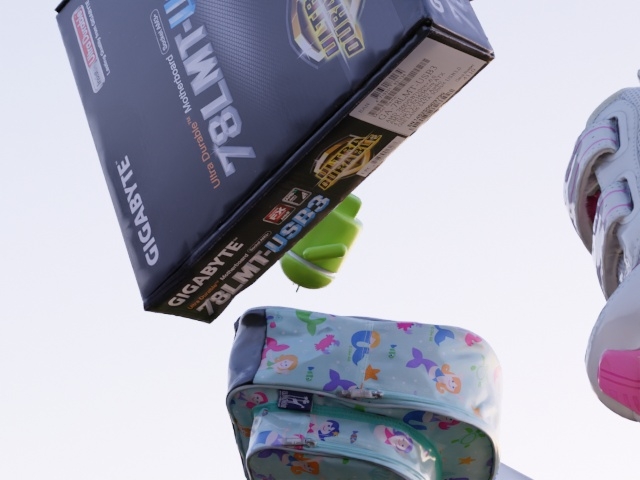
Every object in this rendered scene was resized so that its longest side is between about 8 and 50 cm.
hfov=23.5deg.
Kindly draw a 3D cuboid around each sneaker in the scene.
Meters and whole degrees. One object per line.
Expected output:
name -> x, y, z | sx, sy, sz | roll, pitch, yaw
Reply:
sneaker -> 0.158, -0.006, 0.699 | 0.111, 0.252, 0.103 | 17, -56, 20

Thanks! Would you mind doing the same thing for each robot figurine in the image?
robot figurine -> 0.000, 0.000, 1.586 | 0.067, 0.115, 0.101 | 28, 6, -6

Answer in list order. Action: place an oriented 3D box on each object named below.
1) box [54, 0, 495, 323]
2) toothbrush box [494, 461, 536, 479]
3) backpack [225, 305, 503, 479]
box -> -0.049, -0.144, 1.058 | 0.073, 0.295, 0.293 | 19, -49, -43
toothbrush box -> 0.169, 0.394, 1.619 | 0.216, 0.295, 0.126 | 26, -15, 35
backpack -> 0.045, 0.172, 1.436 | 0.254, 0.191, 0.225 | -1, -36, 4
